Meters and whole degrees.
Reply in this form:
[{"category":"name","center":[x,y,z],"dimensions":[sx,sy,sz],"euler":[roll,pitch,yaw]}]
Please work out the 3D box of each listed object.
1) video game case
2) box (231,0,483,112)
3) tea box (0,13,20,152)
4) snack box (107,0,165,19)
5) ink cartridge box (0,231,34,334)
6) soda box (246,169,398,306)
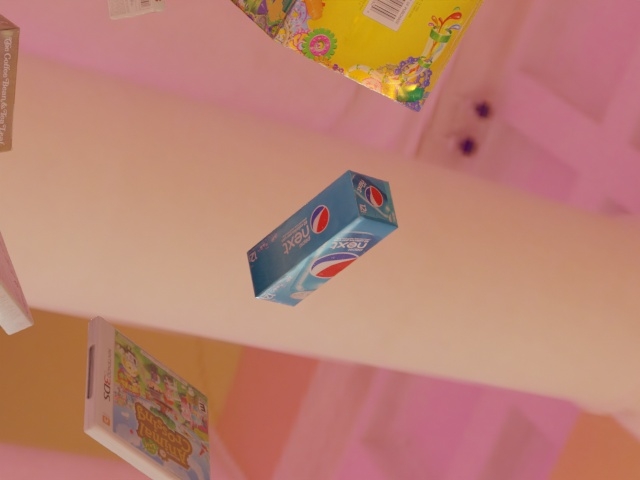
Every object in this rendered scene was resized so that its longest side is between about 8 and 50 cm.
[{"category":"video game case","center":[-0.217,0.220,2.063],"dimensions":[0.023,0.212,0.193],"euler":[-34,-144,22]},{"category":"box","center":[0.048,-0.325,1.576],"dimensions":[0.290,0.177,0.279],"euler":[-60,-150,12]},{"category":"tea box","center":[-0.686,-0.274,2.515],"dimensions":[0.329,0.324,0.220],"euler":[36,-52,43]},{"category":"snack box","center":[-0.201,-0.321,1.671],"dimensions":[0.064,0.022,0.178],"euler":[-4,-85,38]},{"category":"ink cartridge box","center":[-0.464,-0.014,2.148],"dimensions":[0.224,0.045,0.223],"euler":[72,-7,-57]},{"category":"soda box","center":[0.000,0.000,2.007],"dimensions":[0.210,0.067,0.071],"euler":[-38,-130,38]}]
